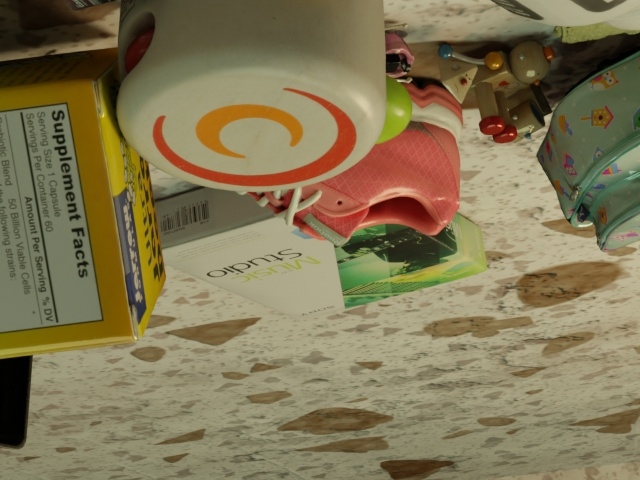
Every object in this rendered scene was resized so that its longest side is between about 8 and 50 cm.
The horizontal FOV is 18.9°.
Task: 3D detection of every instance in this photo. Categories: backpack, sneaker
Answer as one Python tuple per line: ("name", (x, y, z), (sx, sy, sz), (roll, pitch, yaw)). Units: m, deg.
("backpack", (0.278, -0.085, 1.634), (0.165, 0.144, 0.188), (-22, 156, -6))
("sneaker", (-0.015, -0.065, 1.606), (0.313, 0.136, 0.116), (1, 160, -21))

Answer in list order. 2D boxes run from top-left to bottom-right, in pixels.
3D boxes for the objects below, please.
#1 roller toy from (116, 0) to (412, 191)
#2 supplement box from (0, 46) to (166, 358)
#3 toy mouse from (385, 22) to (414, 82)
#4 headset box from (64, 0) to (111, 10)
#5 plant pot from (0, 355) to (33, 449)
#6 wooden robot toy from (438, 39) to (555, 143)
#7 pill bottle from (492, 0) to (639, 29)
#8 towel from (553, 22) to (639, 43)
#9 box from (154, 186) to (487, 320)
("roller toy", (-0.050, -0.138, 1.362), (0.191, 0.146, 0.209), (-11, 151, 20))
("supplement box", (-0.310, -0.019, 1.428), (0.356, 0.194, 0.195), (-7, -167, 3))
("toy mouse", (0.025, -0.155, 1.519), (0.161, 0.031, 0.143), (4, 158, -32))
("headset box", (-0.144, -0.195, 1.288), (0.083, 0.062, 0.032), (-11, 160, 14))
("plant pot", (-0.413, 0.108, 1.925), (0.167, 0.188, 0.187), (-4, 167, 35))
("wooden robot toy", (0.167, -0.129, 1.598), (0.079, 0.076, 0.173), (-28, 155, 23))
("pill bottle", (0.123, -0.227, 1.116), (0.176, 0.176, 0.318), (-19, 158, 31))
("towel", (0.238, -0.197, 1.484), (0.110, 0.027, 0.148), (-8, 160, -1))
("box", (0.000, 0.000, 1.928), (0.232, 0.058, 0.322), (-16, 160, 25))
